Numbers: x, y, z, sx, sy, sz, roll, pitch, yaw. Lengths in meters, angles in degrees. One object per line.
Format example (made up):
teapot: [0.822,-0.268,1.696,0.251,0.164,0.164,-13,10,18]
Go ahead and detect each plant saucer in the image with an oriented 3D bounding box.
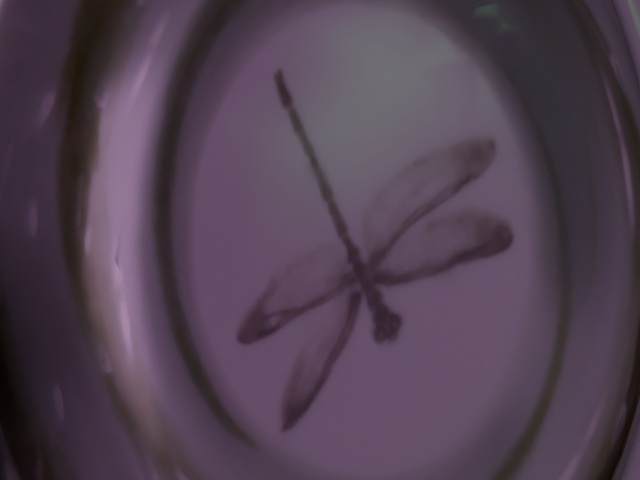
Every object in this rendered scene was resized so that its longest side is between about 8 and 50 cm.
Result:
plant saucer: [0.000,0.000,0.598,0.400,0.100,0.400,2,93,45]
